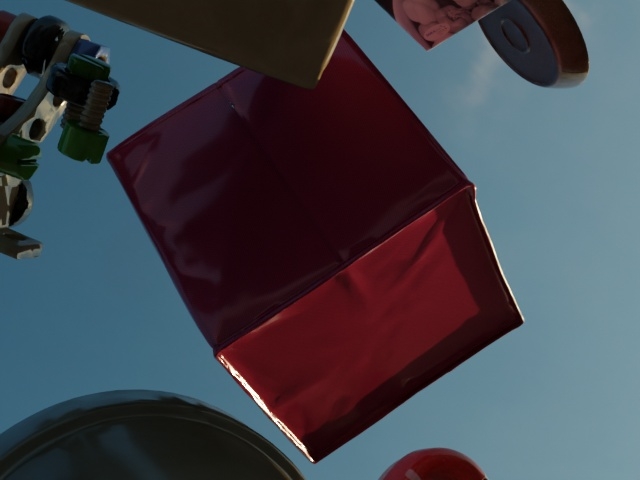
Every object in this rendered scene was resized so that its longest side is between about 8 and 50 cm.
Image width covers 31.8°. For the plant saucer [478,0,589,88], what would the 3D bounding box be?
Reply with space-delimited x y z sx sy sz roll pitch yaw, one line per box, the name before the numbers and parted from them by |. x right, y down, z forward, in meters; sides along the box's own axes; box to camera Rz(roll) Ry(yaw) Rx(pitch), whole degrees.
plant saucer | 0.211 -0.221 1.173 0.029 0.168 0.168 -38 -59 -9

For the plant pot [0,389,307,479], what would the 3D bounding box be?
plant pot | -0.097 0.267 0.713 0.323 0.280 0.323 1 -93 -21

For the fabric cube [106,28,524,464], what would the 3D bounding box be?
fabric cube | 0.000 0.000 1.054 0.259 0.258 0.254 -33 -38 -2

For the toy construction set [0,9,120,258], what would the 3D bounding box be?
toy construction set | -0.341 -0.088 0.948 0.308 0.257 0.237 18 -74 -11

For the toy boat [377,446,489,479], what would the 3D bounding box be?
toy boat | 0.125 0.315 1.178 0.151 0.151 0.231 60 -140 -12

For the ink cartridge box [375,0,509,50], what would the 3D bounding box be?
ink cartridge box | 0.106 -0.293 1.025 0.208 0.206 0.045 39 -131 -24

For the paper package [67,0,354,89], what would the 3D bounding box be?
paper package | -0.090 -0.323 0.852 0.309 0.168 0.325 18 -75 -23
